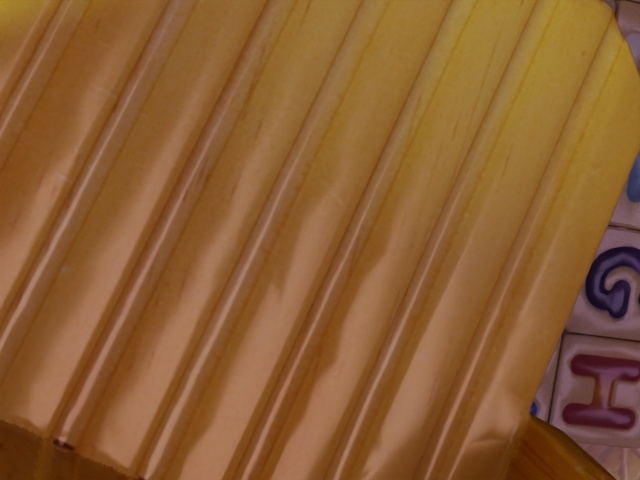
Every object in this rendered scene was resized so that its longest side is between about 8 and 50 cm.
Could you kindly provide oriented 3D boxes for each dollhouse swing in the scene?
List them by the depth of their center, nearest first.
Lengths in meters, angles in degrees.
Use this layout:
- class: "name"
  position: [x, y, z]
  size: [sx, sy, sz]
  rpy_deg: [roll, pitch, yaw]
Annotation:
- class: "dollhouse swing"
  position: [0.000, 0.000, 0.376]
  size: [0.347, 0.315, 0.305]
  rpy_deg: [28, 94, -14]

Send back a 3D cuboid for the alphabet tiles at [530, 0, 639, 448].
- class: "alphabet tiles"
  position: [0.082, -0.046, 0.544]
  size: [0.343, 0.011, 0.285]
  rpy_deg: [8, 93, -15]
